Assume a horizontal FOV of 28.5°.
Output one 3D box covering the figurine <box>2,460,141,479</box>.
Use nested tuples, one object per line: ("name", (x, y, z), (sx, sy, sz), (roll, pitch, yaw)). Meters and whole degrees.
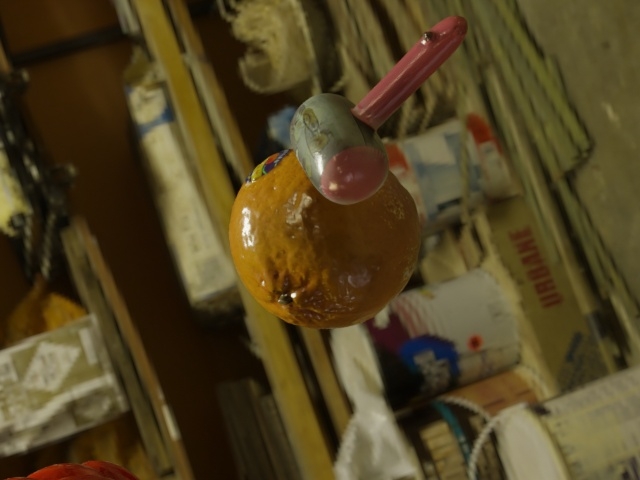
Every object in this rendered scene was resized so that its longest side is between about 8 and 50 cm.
("figurine", (-0.148, 0.376, 0.971), (0.241, 0.306, 0.411), (27, -123, -71))

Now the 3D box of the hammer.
("hammer", (0.025, -0.053, 0.475), (0.031, 0.083, 0.052), (36, -165, -38))

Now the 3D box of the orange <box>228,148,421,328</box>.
("orange", (0.002, -0.003, 1.151), (0.155, 0.178, 0.177), (-64, -35, -63))
